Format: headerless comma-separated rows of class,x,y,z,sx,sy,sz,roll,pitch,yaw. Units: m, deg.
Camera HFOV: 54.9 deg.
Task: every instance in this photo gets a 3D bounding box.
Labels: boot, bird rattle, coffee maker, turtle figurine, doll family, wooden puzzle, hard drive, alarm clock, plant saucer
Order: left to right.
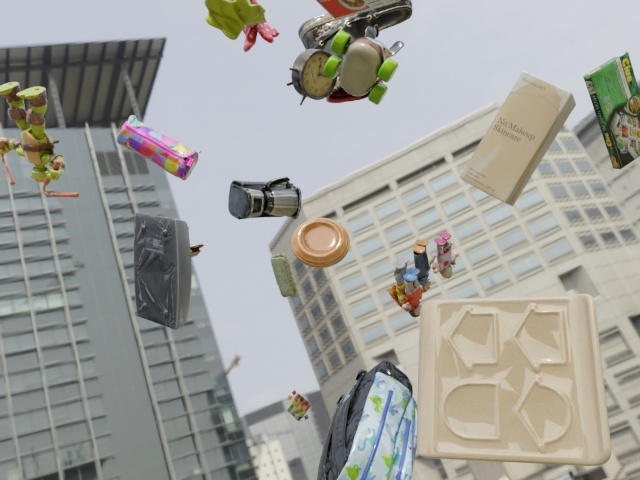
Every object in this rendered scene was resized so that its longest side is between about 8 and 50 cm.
turtle figurine,-0.571,-0.200,1.245,0.087,0.270,0.217,-32,-46,-42
hard drive,-0.367,0.066,1.435,0.172,0.254,0.054,9,12,39
bird rattle,-0.178,-0.584,1.505,0.143,0.206,0.253,-10,10,18
coffee maker,-0.171,-0.112,1.762,0.178,0.120,0.171,-2,-5,-35
wooden puzzle,-0.053,0.401,1.483,0.049,0.083,0.006,-52,26,-22
alarm clock,-0.004,-0.457,1.662,0.192,0.064,0.129,-35,-51,-24
plant saucer,0.000,0.000,2.084,0.200,0.199,0.037,-17,-32,-10
boot,0.141,-0.609,1.962,0.378,0.284,0.138,-15,-18,-1
doll family,0.255,0.091,1.627,0.263,0.118,0.163,-42,-45,-35
wooden puzzle,0.364,0.269,1.209,0.348,0.321,0.080,-6,-30,23

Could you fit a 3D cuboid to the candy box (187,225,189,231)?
candy box,-0.401,0.063,1.732,0.027,0.105,0.205,16,-47,6

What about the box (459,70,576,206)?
box,0.509,-0.258,1.594,0.311,0.148,0.121,-62,-24,11

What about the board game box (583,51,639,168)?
board game box,0.757,-0.325,1.555,0.136,0.259,0.030,-31,18,-13

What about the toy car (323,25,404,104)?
toy car,0.124,-0.446,1.468,0.188,0.155,0.149,-55,-6,-33

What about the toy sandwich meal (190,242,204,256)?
toy sandwich meal,-0.434,0.035,2.106,0.086,0.029,0.085,-18,-7,-2

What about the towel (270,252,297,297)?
towel,-0.118,0.114,2.005,0.027,0.148,0.110,-18,3,-27

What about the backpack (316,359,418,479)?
backpack,0.117,0.525,1.545,0.290,0.273,0.355,-56,-10,27

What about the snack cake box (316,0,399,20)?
snack cake box,0.089,-0.680,1.609,0.152,0.089,0.264,32,-14,-36

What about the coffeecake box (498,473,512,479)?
coffeecake box,0.336,0.550,1.134,0.185,0.142,0.068,-49,18,3

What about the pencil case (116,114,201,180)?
pencil case,-0.461,-0.265,1.762,0.104,0.236,0.104,-62,-1,-3
